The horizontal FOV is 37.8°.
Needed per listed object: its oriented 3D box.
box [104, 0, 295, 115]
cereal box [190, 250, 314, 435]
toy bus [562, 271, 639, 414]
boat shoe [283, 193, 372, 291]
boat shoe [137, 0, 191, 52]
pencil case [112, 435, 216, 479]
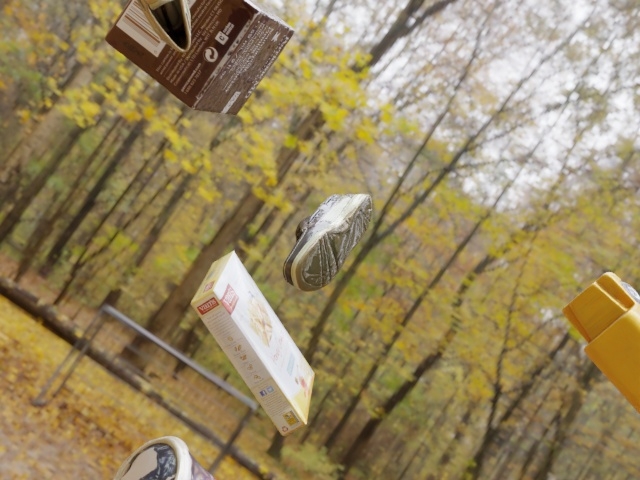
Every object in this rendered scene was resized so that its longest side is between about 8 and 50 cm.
[{"bbox_3d":[-0.168,-0.298,1.353,0.167,0.168,0.203,38,12,7],"label":"box"},{"bbox_3d":[-0.093,0.147,1.372,0.240,0.047,0.173,58,13,-14],"label":"cereal box"},{"bbox_3d":[0.525,0.207,1.468,0.332,0.108,0.130,50,23,13],"label":"toy bus"},{"bbox_3d":[0.000,-0.001,1.322,0.073,0.223,0.080,9,-56,27],"label":"boat shoe"},{"bbox_3d":[-0.183,-0.287,1.038,0.072,0.068,0.190,62,1,35],"label":"boat shoe"},{"bbox_3d":[-0.106,0.415,1.175,0.183,0.160,0.410,0,-40,51],"label":"pencil case"}]
